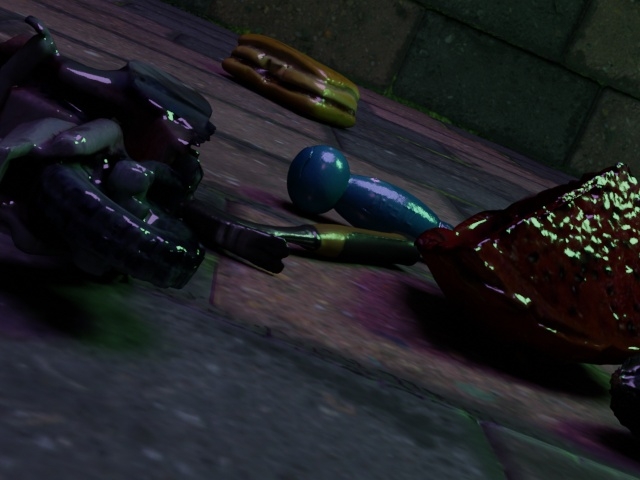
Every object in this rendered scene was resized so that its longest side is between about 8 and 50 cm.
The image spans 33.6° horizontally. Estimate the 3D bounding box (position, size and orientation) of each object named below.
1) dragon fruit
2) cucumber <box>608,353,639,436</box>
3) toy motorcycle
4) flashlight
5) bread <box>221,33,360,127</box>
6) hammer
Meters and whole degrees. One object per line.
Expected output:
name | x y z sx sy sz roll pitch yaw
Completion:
dragon fruit | 0.123 0.033 0.614 0.161 0.120 0.127 -22 85 -40
cucumber | 0.236 0.097 0.566 0.245 0.067 0.067 11 17 -41
toy motorcycle | -0.103 -0.039 0.444 0.122 0.082 0.213 22 10 -12
flashlight | 0.036 -0.024 0.751 0.129 0.051 0.051 27 11 -8
bread | -0.036 -0.220 1.453 0.200 0.077 0.116 32 6 33
hammer | 0.000 0.000 0.626 0.078 0.021 0.201 32 15 37
